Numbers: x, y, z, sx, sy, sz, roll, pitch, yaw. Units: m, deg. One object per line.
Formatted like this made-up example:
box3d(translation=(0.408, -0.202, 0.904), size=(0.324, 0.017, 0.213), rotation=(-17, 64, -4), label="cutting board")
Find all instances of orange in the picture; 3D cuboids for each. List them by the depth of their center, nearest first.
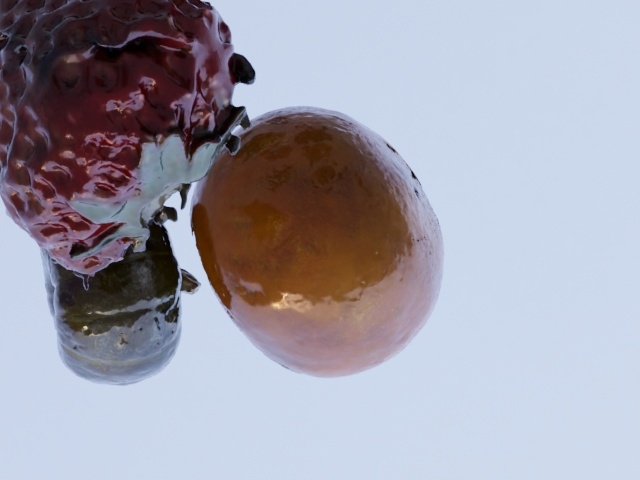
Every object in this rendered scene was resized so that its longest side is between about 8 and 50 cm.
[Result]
box3d(translation=(0.000, 0.000, 1.729), size=(0.226, 0.284, 0.284), rotation=(-31, -139, 16), label="orange")

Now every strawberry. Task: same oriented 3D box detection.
box3d(translation=(-0.197, -0.134, 1.404), size=(0.253, 0.150, 0.280), rotation=(-31, -116, 25), label="strawberry")

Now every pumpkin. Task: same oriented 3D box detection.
box3d(translation=(-0.204, 0.043, 1.760), size=(0.162, 0.219, 0.219), rotation=(-6, -138, -13), label="pumpkin")
